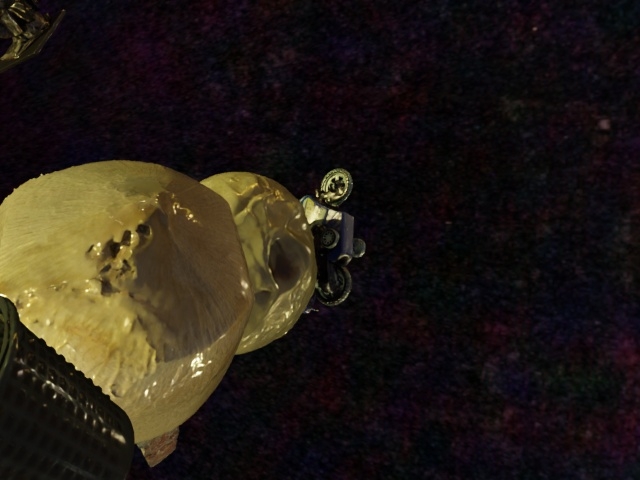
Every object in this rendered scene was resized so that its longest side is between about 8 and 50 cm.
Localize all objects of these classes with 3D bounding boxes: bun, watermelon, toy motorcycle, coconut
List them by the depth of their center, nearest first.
[{"bbox_3d":[-0.257,0.064,1.050,0.346,0.346,0.360,-16,144,-32],"label":"coconut"},{"bbox_3d":[-0.137,0.043,1.613,0.364,0.202,0.365,2,87,-39],"label":"bun"},{"bbox_3d":[-0.340,0.367,1.657,0.094,0.154,0.241,-30,145,-22],"label":"watermelon"},{"bbox_3d":[0.000,0.000,1.829,0.113,0.168,0.316,20,68,-51],"label":"toy motorcycle"}]

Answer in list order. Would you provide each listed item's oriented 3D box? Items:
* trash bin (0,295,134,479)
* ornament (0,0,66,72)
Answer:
[{"bbox_3d":[-0.236,0.152,0.646,0.161,0.175,0.176,41,71,-36],"label":"trash bin"},{"bbox_3d":[-0.675,-0.490,1.758,0.196,0.153,0.166,52,39,-36],"label":"ornament"}]
